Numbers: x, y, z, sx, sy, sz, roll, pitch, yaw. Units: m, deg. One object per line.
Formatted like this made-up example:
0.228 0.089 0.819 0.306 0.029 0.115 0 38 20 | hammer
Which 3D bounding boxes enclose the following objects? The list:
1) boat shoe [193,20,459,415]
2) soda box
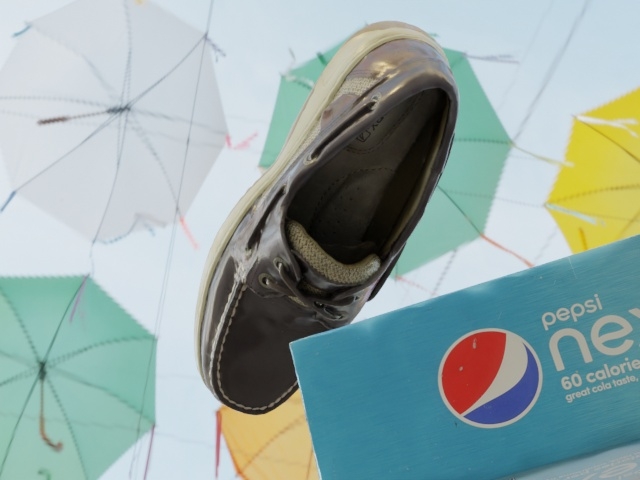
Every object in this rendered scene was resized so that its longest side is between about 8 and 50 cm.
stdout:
0.000 0.000 0.710 0.103 0.092 0.285 25 -72 -18 | boat shoe
0.102 0.047 0.403 0.210 0.067 0.071 -18 -117 7 | soda box
